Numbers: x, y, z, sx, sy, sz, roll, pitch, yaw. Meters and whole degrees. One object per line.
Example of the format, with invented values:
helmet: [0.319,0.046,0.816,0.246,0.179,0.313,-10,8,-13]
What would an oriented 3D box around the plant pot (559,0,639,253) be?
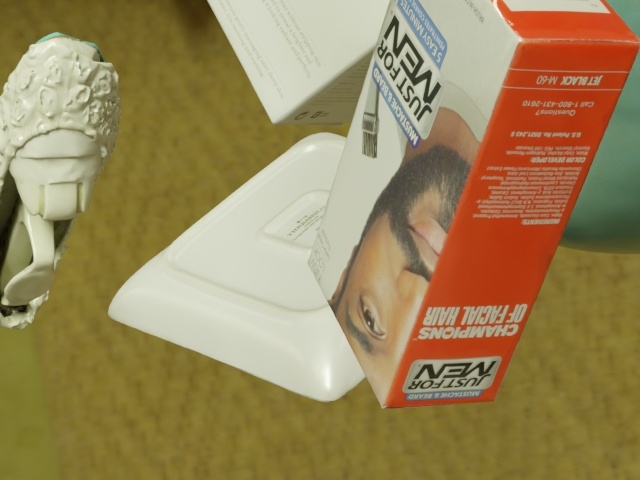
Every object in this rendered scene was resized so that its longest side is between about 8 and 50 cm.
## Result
plant pot: [0.254,-0.121,1.540,0.293,0.235,0.293,7,100,45]

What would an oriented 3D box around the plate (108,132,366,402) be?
plate: [0.000,0.000,1.374,0.278,0.277,0.045,18,137,43]

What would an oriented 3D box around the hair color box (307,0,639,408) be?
hair color box: [0.051,-0.028,0.636,0.093,0.053,0.167,-119,35,-46]

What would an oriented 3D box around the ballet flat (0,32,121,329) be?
ballet flat: [-0.304,-0.044,1.874,0.147,0.147,0.409,54,140,24]

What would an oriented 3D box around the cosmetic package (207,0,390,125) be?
cosmetic package: [0.078,-0.299,1.652,0.385,0.156,0.217,-33,77,29]
